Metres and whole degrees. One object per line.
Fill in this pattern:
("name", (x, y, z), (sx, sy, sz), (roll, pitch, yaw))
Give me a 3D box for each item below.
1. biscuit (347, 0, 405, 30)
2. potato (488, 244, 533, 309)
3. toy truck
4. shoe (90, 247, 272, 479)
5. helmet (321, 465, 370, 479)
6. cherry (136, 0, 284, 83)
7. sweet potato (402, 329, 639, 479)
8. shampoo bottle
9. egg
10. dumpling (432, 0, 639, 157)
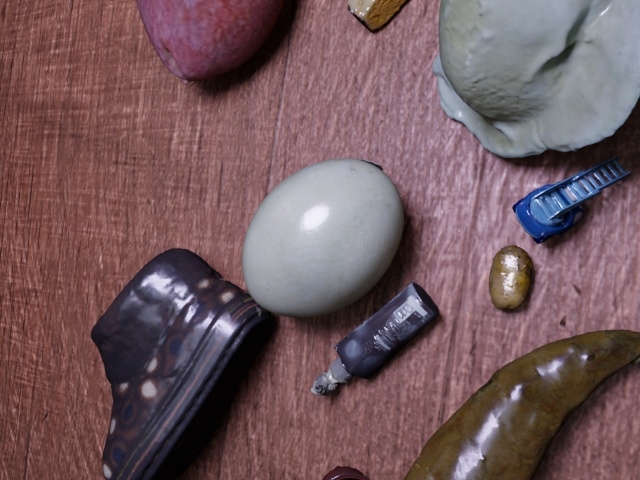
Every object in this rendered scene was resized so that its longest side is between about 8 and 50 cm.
("biscuit", (0.118, -0.389, 0.789), (0.188, 0.052, 0.056), (-42, 53, 18))
("potato", (0.239, 0.047, 0.697), (0.051, 0.040, 0.083), (11, 90, 40))
("toy truck", (0.302, -0.052, 0.667), (0.136, 0.074, 0.063), (-26, 72, -20))
("shoe", (-0.259, 0.204, 0.865), (0.237, 0.171, 0.384), (34, 100, 18))
("helmet", (0.026, 0.356, 0.771), (0.089, 0.057, 0.111), (16, 101, -15))
("cherry", (-0.170, -0.395, 0.848), (0.261, 0.221, 0.308), (22, 109, 35))
("sweet potato", (0.212, 0.246, 0.656), (0.130, 0.130, 0.423), (41, 96, 24))
("shampoo bottle", (0.069, 0.145, 0.764), (0.208, 0.063, 0.057), (-45, 57, 17))
("egg", (0.000, 0.000, 0.741), (0.253, 0.186, 0.186), (-46, 68, 14))
("dumpling", (0.231, -0.244, 0.607), (0.211, 0.321, 0.270), (13, 75, 14))
